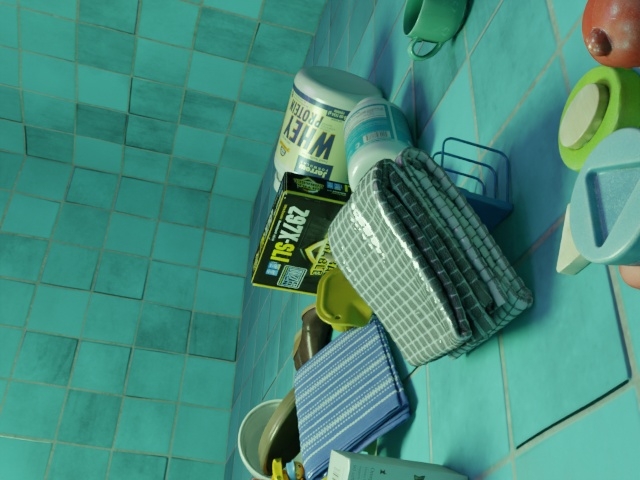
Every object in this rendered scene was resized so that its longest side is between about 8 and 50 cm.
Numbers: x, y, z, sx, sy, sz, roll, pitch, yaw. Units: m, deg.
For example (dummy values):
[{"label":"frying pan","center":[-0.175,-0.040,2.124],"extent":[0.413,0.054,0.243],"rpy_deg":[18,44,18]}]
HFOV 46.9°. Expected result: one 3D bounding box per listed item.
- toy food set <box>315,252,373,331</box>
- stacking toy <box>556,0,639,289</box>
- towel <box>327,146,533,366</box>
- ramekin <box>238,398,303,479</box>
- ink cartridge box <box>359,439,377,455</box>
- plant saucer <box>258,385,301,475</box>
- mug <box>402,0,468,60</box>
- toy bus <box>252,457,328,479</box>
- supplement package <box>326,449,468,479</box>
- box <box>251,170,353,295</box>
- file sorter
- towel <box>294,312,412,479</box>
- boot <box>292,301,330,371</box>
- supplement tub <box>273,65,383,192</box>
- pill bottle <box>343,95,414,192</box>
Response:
[{"label":"toy food set","center":[0.062,0.122,1.595],"extent":[0.218,0.128,0.071],"rpy_deg":[-81,-17,-48]},{"label":"stacking toy","center":[0.289,-0.106,0.773],"extent":[0.279,0.130,0.309],"rpy_deg":[145,135,-72]},{"label":"towel","center":[0.135,0.040,1.059],"extent":[0.284,0.121,0.235],"rpy_deg":[58,154,12]},{"label":"ramekin","center":[-0.103,0.512,1.845],"extent":[0.109,0.207,0.207],"rpy_deg":[102,173,-58]},{"label":"ink cartridge box","center":[0.086,0.489,1.335],"extent":[0.171,0.056,0.235],"rpy_deg":[124,160,-60]},{"label":"plant saucer","center":[-0.054,0.411,1.690],"extent":[0.278,0.041,0.278],"rpy_deg":[-46,-26,-30]},{"label":"mug","center":[0.224,-0.441,1.443],"extent":[0.129,0.097,0.158],"rpy_deg":[-94,19,-49]},{"label":"toy bus","center":[-0.059,0.537,1.589],"extent":[0.149,0.211,0.220],"rpy_deg":[-105,30,-67]},{"label":"supplement package","center":[0.104,0.370,1.060],"extent":[0.105,0.179,0.105],"rpy_deg":[147,132,-74]},{"label":"box","center":[0.000,0.000,1.691],"extent":[0.322,0.257,0.079],"rpy_deg":[115,163,-45]},{"label":"file sorter","center":[0.206,-0.066,1.149],"extent":[0.170,0.118,0.105],"rpy_deg":[123,159,-59]},{"label":"towel","center":[0.052,0.295,1.441],"extent":[0.243,0.040,0.336],"rpy_deg":[-40,23,13]},{"label":"boot","center":[-0.004,0.294,1.923],"extent":[0.248,0.090,0.207],"rpy_deg":[118,147,-49]},{"label":"supplement tub","center":[0.011,-0.265,1.929],"extent":[0.235,0.235,0.325],"rpy_deg":[-101,25,-60]},{"label":"pill bottle","center":[0.124,-0.202,1.568],"extent":[0.264,0.146,0.146],"rpy_deg":[-93,18,-50]}]
